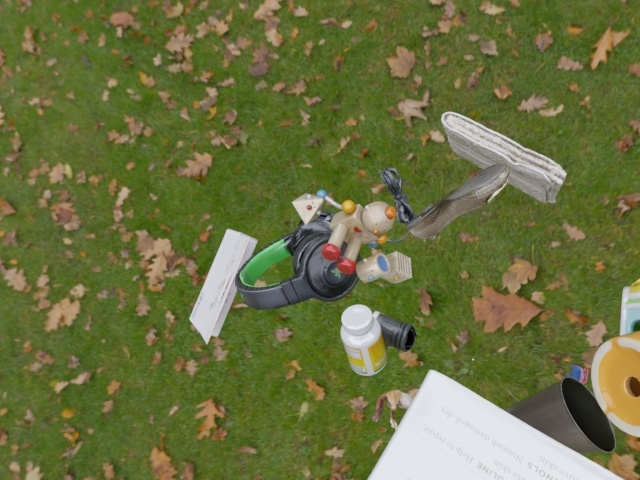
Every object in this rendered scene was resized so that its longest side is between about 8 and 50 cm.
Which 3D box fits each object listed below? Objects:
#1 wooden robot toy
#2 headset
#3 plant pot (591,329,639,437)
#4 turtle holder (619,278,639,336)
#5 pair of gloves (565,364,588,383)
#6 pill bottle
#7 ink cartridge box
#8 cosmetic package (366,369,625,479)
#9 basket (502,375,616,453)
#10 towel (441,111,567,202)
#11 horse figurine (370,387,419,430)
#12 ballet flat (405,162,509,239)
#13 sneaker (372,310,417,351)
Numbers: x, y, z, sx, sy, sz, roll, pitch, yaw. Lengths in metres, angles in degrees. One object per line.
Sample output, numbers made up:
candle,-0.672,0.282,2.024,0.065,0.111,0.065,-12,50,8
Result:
wooden robot toy,0.054,-0.006,0.498,0.079,0.173,0.076,-27,33,40
headset,0.000,0.000,0.933,0.394,0.243,0.185,-21,112,4
plant pot,0.496,0.194,0.619,0.188,0.205,0.205,2,75,-11
turtle holder,0.725,0.141,0.890,0.227,0.320,0.243,3,34,36
pair of gloves,0.744,0.461,1.344,0.023,0.159,0.198,16,71,16
pill bottle,0.122,0.286,1.313,0.118,0.208,0.117,-10,39,9
ink cartridge box,-0.260,0.123,1.266,0.261,0.066,0.296,14,81,64
cosmetic package,0.240,0.508,0.774,0.327,0.329,0.393,27,70,27
basket,0.612,0.488,1.218,0.204,0.154,0.227,51,134,2
towel,0.399,-0.179,1.008,0.282,0.187,0.049,36,94,24
horse figurine,0.306,0.618,1.687,0.066,0.263,0.174,-55,31,40
ballet flat,0.234,-0.054,0.776,0.058,0.250,0.084,49,59,0
sneaker,0.253,0.340,1.558,0.147,0.295,0.104,21,70,23
